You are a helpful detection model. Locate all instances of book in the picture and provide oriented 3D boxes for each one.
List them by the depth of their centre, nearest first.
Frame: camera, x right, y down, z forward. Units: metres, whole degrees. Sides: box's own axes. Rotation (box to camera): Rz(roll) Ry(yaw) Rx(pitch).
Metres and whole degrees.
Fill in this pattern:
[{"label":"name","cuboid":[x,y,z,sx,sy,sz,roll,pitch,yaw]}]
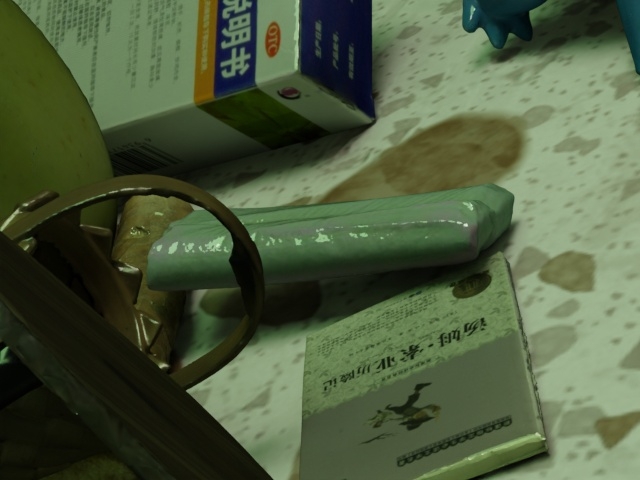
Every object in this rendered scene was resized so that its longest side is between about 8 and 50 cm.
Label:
[{"label":"book","cuboid":[0.047,0.073,0.773,0.127,0.014,0.181,-23,25,12]}]

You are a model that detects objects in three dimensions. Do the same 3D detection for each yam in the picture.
[{"label":"yam","cuboid":[-0.119,0.058,0.921,0.066,0.066,0.299,-22,26,15]}]

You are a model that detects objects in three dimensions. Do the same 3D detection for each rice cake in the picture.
[{"label":"rice cake","cuboid":[-0.001,0.000,0.887,0.222,0.042,0.080,-5,17,25]}]

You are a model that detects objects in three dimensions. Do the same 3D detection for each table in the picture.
[{"label":"table","cuboid":[-0.113,0.177,0.529,0.249,0.317,0.317,-46,26,-4]}]

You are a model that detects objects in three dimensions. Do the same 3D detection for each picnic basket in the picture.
[{"label":"picnic basket","cuboid":[-0.114,0.038,0.752,0.178,0.128,0.137,-24,35,12]}]

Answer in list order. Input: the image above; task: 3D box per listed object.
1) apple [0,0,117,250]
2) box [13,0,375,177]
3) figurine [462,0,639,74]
[{"label":"apple","cuboid":[-0.323,-0.032,1.002,0.357,0.357,0.357,-24,25,12]},{"label":"box","cuboid":[-0.108,-0.164,1.175,0.299,0.106,0.200,-12,66,31]},{"label":"figurine","cuboid":[0.228,-0.261,1.032,0.416,0.243,0.298,27,48,37]}]
